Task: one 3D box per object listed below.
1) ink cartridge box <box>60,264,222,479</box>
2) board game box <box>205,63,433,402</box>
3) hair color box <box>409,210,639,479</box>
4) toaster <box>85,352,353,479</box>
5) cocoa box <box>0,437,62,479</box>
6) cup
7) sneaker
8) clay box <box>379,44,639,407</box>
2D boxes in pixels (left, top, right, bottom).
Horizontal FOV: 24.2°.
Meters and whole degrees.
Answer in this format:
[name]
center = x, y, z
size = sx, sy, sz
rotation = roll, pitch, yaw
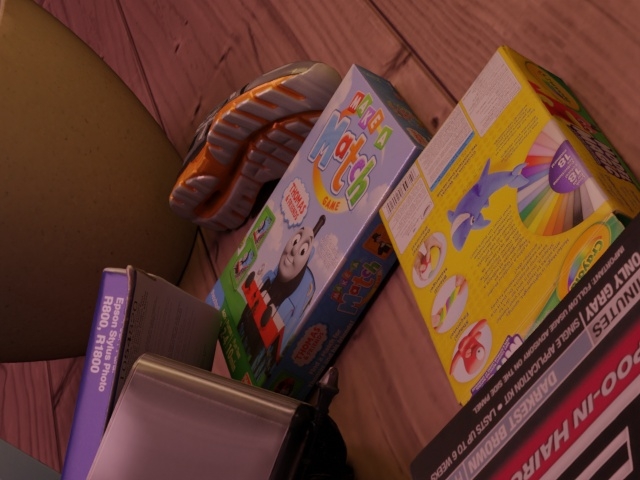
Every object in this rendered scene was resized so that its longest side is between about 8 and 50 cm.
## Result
[ink cartridge box]
center = -0.125, 0.134, 0.933
size = 0.224, 0.045, 0.223
rotation = 50, -131, -77
[board game box]
center = 0.000, 0.000, 1.015
size = 0.211, 0.039, 0.160
rotation = -57, 25, 15
[hair color box]
center = 0.155, 0.156, 0.462
size = 0.185, 0.114, 0.374
rotation = -52, 27, 24
[toaster]
center = -0.058, 0.154, 0.824
size = 0.168, 0.110, 0.185
rotation = 62, -133, -74
[cocoa box]
center = -0.346, 0.243, 1.051
size = 0.228, 0.347, 0.231
rotation = -20, 46, 32
[cup]
center = -0.247, -0.026, 1.295
size = 0.331, 0.237, 0.331
rotation = -44, 32, 37
[sneaker]
center = -0.051, -0.087, 1.153
size = 0.215, 0.084, 0.083
rotation = -35, 32, 49
[clay box]
center = 0.106, 0.002, 0.782
size = 0.127, 0.053, 0.222
rotation = -54, 27, 21
